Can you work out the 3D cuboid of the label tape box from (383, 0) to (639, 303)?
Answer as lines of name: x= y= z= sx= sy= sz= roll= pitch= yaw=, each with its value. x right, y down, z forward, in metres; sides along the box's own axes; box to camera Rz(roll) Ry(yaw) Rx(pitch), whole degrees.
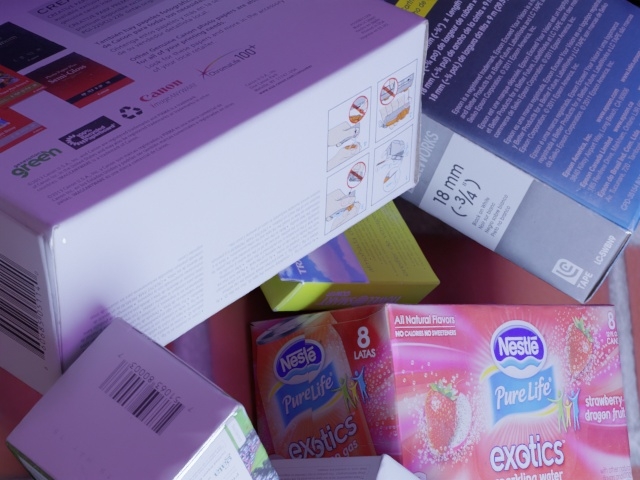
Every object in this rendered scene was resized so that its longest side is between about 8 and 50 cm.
label tape box: x=0.136 y=-0.135 z=1.474 sx=0.333 sy=0.106 sz=0.241 roll=31 pitch=50 yaw=7

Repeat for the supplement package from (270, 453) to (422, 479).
supplement package: x=-0.013 y=0.267 z=1.190 sx=0.149 sy=0.194 sz=0.203 roll=40 pitch=55 yaw=-38

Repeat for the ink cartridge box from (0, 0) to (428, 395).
ink cartridge box: x=-0.135 y=-0.074 z=1.103 sx=0.309 sy=0.272 sz=0.130 roll=-32 pitch=138 yaw=-37

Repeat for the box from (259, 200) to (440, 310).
box: x=0.000 y=0.000 z=1.340 sx=0.178 sy=0.042 sz=0.109 roll=2 pitch=51 yaw=-48

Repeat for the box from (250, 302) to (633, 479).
box: x=0.100 y=0.127 z=1.386 sx=0.300 sy=0.142 sz=0.154 roll=4 pitch=79 yaw=-48

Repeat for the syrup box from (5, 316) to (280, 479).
syrup box: x=-0.083 y=0.151 z=1.024 sx=0.096 sy=0.093 sz=0.237 roll=-48 pitch=153 yaw=-15
